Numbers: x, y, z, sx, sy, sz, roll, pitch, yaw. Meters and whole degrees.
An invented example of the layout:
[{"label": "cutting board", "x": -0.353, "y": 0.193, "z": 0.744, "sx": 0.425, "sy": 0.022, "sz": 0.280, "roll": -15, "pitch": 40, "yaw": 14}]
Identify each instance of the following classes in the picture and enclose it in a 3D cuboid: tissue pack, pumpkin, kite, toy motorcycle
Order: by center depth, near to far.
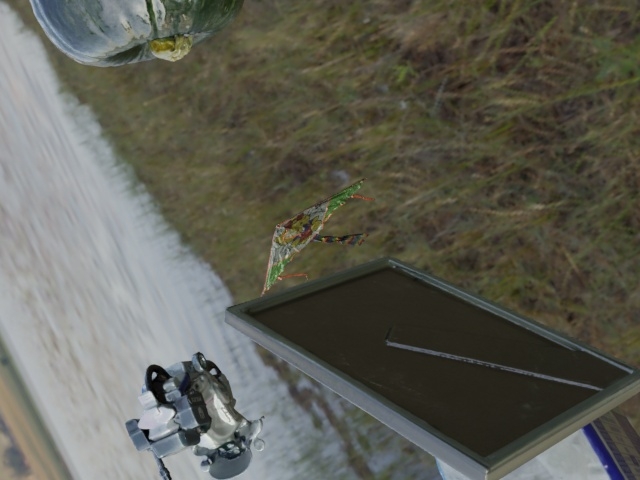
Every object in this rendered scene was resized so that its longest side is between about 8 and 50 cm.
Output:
[{"label": "tissue pack", "x": 0.218, "y": 0.211, "z": 0.867, "sx": 0.209, "sy": 0.137, "sz": 0.270, "roll": 59, "pitch": -165, "yaw": 26}, {"label": "toy motorcycle", "x": -0.141, "y": 0.211, "z": 1.119, "sx": 0.150, "sy": 0.102, "sz": 0.221, "roll": 70, "pitch": -165, "yaw": 12}, {"label": "kite", "x": 0.000, "y": 0.000, "z": 1.178, "sx": 0.006, "sy": 0.198, "sz": 0.244, "roll": 45, "pitch": -166, "yaw": 22}, {"label": "pumpkin", "x": -0.241, "y": -0.338, "z": 1.296, "sx": 0.300, "sy": 0.300, "sz": 0.207, "roll": 0, "pitch": 110, "yaw": 69}]

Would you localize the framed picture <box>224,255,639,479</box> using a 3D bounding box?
[{"label": "framed picture", "x": 0.079, "y": 0.077, "z": 0.708, "sx": 0.260, "sy": 0.189, "sz": 0.023, "roll": 26, "pitch": 120, "yaw": 40}]
